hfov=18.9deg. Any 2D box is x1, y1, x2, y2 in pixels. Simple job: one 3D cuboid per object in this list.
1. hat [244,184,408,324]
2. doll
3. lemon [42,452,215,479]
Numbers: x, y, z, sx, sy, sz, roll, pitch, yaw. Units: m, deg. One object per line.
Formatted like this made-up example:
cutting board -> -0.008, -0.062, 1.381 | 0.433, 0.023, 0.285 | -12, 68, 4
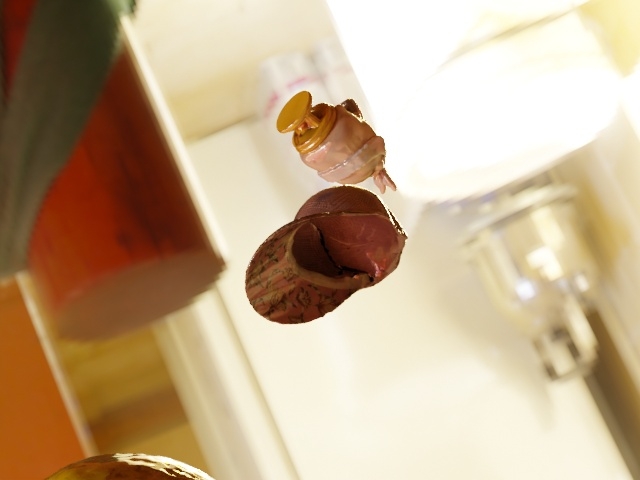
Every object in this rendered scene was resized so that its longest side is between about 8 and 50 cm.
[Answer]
hat -> -0.003, 0.000, 0.872 | 0.087, 0.042, 0.058 | -17, 129, -28
doll -> 0.023, -0.093, 1.770 | 0.127, 0.084, 0.073 | 36, 144, -26
lemon -> -0.122, 0.288, 1.368 | 0.253, 0.310, 0.253 | -49, -171, 11
